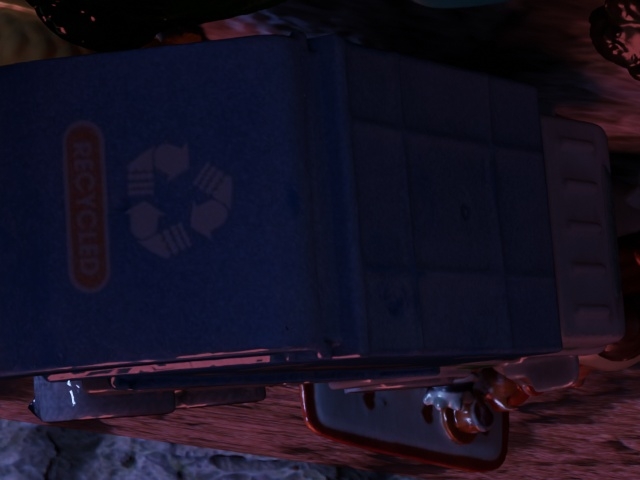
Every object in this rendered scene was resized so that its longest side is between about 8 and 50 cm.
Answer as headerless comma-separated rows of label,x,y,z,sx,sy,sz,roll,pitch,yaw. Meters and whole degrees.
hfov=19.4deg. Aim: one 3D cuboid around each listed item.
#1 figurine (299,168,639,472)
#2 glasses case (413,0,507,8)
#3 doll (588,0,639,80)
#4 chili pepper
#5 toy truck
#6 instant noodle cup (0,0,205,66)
figurine,0.131,0.029,1.043,0.226,0.160,0.183,-16,156,42
glasses case,0.007,-0.143,0.490,0.117,0.070,0.301,0,164,27
doll,0.184,-0.069,0.749,0.165,0.057,0.139,9,168,-6
chili pepper,-0.065,-0.109,0.653,0.098,0.061,0.224,46,165,-14
toy truck,0.000,0.000,0.796,0.175,0.146,0.367,-7,175,34
instant noodle cup,-0.186,-0.060,0.905,0.274,0.091,0.274,6,168,1
